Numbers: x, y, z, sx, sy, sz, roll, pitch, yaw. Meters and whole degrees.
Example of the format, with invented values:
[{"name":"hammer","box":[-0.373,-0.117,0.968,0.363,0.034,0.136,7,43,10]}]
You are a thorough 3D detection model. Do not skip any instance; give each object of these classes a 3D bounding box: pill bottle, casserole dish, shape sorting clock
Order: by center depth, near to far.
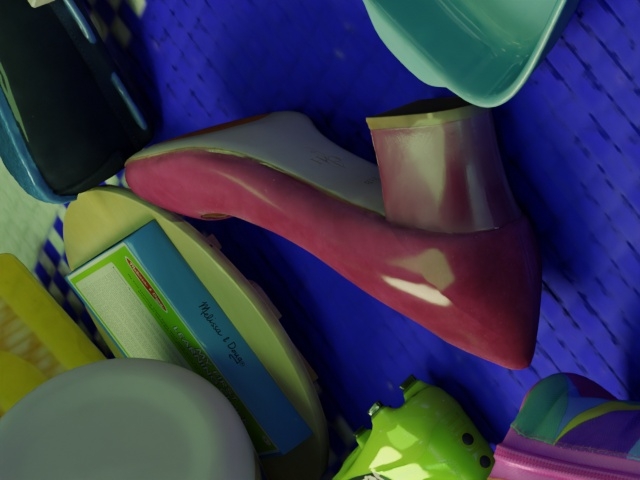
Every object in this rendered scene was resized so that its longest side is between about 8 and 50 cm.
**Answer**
[{"name":"casserole dish","box":[0.064,-0.133,0.710,0.114,0.037,0.188,48,147,20]},{"name":"pill bottle","box":[-0.082,0.196,1.049,0.153,0.153,0.264,35,158,35]},{"name":"shape sorting clock","box":[-0.069,0.055,1.057,0.206,0.040,0.206,41,154,24]}]

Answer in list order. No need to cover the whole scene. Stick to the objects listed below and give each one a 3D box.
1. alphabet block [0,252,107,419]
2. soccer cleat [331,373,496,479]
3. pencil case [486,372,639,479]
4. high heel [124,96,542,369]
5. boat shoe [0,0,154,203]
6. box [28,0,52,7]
[{"name":"alphabet block","box":[-0.217,0.164,1.200,0.192,0.193,0.197,44,152,23]},{"name":"soccer cleat","box":[0.035,0.136,0.959,0.072,0.060,0.179,46,145,12]},{"name":"pencil case","box":[0.161,0.108,0.710,0.236,0.104,0.104,3,117,54]},{"name":"high heel","box":[0.000,0.000,0.874,0.244,0.082,0.117,-3,103,43]},{"name":"boat shoe","box":[-0.163,-0.148,0.988,0.109,0.089,0.258,36,149,56]},{"name":"box","box":[-0.154,-0.255,0.869,0.275,0.094,0.113,56,150,7]}]
